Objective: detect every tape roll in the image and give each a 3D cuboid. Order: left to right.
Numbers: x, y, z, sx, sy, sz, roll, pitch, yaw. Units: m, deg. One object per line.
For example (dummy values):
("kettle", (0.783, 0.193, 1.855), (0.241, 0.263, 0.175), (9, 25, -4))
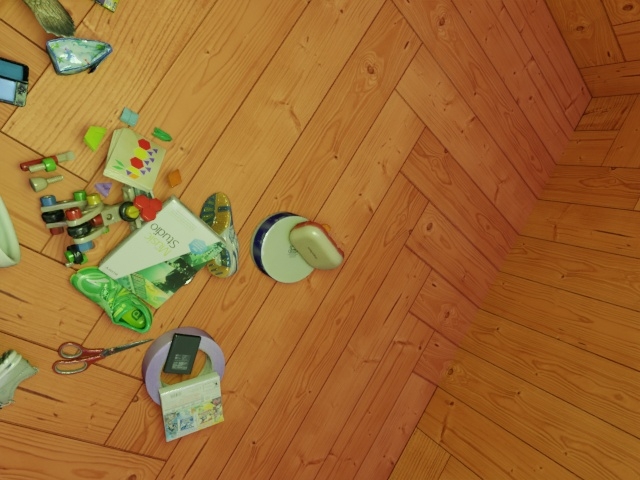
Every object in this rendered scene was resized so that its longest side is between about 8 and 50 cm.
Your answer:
("tape roll", (-0.488, 0.454, 1.506), (0.274, 0.090, 0.275), (-8, 105, -30))

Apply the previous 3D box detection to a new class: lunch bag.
("lunch bag", (-0.657, -0.508, 1.155), (0.151, 0.128, 0.097), (-27, 119, -26))

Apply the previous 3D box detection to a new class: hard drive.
("hard drive", (-0.470, 0.387, 1.434), (0.094, 0.022, 0.135), (16, 92, -33))

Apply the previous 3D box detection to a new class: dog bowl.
("dog bowl", (-0.130, 0.026, 1.621), (0.264, 0.104, 0.265), (-8, 105, -31))

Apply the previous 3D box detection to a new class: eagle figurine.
("eagle figurine", (-0.751, -0.634, 0.999), (0.297, 0.226, 0.225), (12, 119, -3))

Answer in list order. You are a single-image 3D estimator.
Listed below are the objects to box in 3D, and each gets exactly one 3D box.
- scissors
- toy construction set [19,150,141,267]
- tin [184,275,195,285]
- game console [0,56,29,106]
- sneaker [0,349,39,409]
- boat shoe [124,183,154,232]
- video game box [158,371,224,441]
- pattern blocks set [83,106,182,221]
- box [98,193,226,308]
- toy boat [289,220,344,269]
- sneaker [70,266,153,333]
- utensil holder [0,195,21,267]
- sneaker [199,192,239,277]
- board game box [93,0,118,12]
("scissors", (-0.711, 0.380, 1.393), (0.296, 0.021, 0.109), (4, 96, -34))
("toy construction set", (-0.663, -0.117, 1.218), (0.237, 0.257, 0.309), (-32, 101, -40))
("tin", (-0.519, 0.096, 1.437), (0.189, 0.040, 0.106), (19, 95, -34))
("game console", (-0.838, -0.418, 1.097), (0.122, 0.071, 0.108), (9, 96, -33))
("sneaker", (-0.948, 0.461, 1.210), (0.281, 0.105, 0.115), (-51, 121, -13))
("boat shoe", (-0.565, -0.091, 1.334), (0.095, 0.084, 0.259), (-21, 111, -27))
("video game box", (-0.450, 0.580, 1.477), (0.205, 0.048, 0.187), (-9, 104, -30))
("pattern blocks set", (-0.547, -0.235, 1.241), (0.285, 0.026, 0.325), (37, 45, -28))
("box", (-0.499, 0.042, 1.345), (0.322, 0.058, 0.232), (-41, 121, 4))
("toy boat", (0.000, 0.000, 1.569), (0.231, 0.150, 0.151), (52, 44, -29))
("sneaker", (-0.641, 0.188, 1.328), (0.109, 0.123, 0.295), (-50, 121, -12))
("utensil holder", (-0.973, -0.027, 0.959), (0.385, 0.327, 0.328), (-23, 112, -23))
("sneaker", (-0.349, -0.017, 1.489), (0.111, 0.131, 0.297), (-3, 86, 12))
("board game box", (-0.632, -0.767, 1.152), (0.194, 0.060, 0.194), (22, 89, -33))
